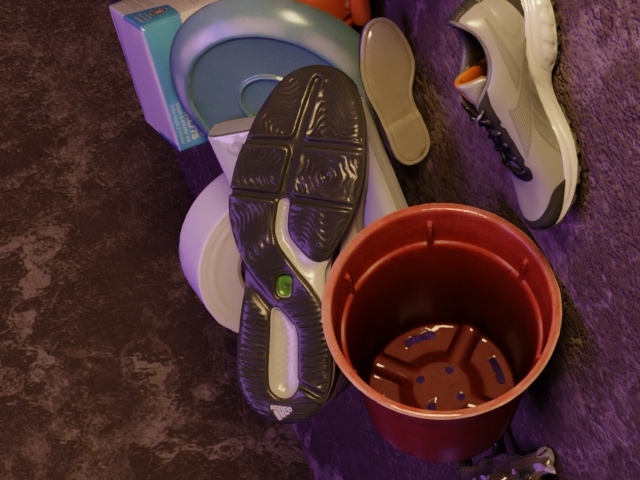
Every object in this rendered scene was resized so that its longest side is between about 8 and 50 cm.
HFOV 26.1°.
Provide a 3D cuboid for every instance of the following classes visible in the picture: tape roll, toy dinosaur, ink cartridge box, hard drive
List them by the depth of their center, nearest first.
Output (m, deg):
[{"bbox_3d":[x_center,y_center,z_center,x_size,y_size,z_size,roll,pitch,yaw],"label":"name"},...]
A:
[{"bbox_3d":[0.235,0.358,1.897,0.313,0.121,0.160,96,164,-51],"label":"toy dinosaur"},{"bbox_3d":[0.014,-0.022,1.917,0.353,0.233,0.047,66,-148,-28],"label":"hard drive"},{"bbox_3d":[-0.141,-0.288,2.060,0.198,0.270,0.197,41,149,61],"label":"ink cartridge box"},{"bbox_3d":[-0.079,0.011,2.221,0.100,0.286,0.286,-131,25,-54],"label":"tape roll"}]

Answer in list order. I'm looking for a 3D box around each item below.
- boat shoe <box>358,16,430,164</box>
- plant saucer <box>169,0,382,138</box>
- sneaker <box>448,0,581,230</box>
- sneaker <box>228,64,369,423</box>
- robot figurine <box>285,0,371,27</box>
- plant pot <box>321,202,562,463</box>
[{"bbox_3d":[0.085,-0.195,1.775,0.065,0.075,0.206,44,156,58],"label":"boat shoe"},{"bbox_3d":[-0.058,-0.196,1.869,0.317,0.318,0.043,88,-164,-51],"label":"plant saucer"},{"bbox_3d":[0.193,-0.132,1.416,0.100,0.108,0.271,35,144,62],"label":"sneaker"},{"bbox_3d":[-0.001,0.000,1.808,0.257,0.169,0.447,-6,-77,-72],"label":"sneaker"},{"bbox_3d":[-0.010,-0.348,1.804,0.219,0.158,0.128,88,-175,-51],"label":"robot figurine"},{"bbox_3d":[0.147,0.137,1.682,0.265,0.272,0.272,81,163,-61],"label":"plant pot"}]
